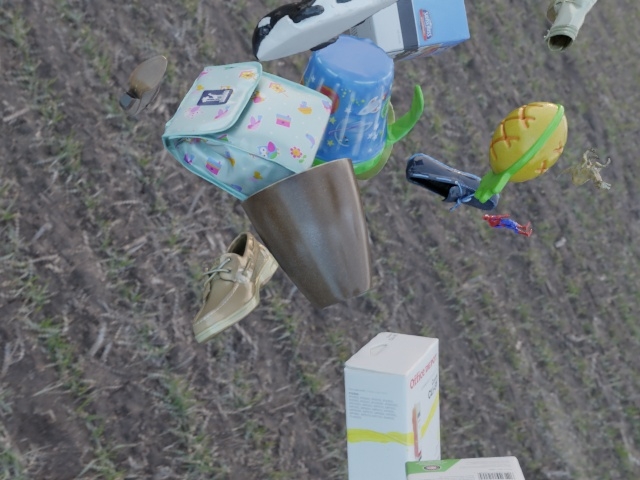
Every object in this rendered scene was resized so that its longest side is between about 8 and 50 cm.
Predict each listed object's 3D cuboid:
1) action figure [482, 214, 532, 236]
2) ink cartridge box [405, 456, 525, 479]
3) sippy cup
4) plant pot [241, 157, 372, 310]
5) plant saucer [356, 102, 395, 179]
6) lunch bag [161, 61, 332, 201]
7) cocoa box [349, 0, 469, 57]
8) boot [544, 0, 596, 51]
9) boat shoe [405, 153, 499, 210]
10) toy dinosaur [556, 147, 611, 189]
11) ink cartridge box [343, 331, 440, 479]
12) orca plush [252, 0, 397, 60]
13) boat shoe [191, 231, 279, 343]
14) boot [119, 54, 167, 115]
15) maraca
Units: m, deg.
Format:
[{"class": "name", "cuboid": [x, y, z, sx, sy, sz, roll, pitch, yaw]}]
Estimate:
[{"class": "action figure", "cuboid": [0.404, -0.038, 1.755, 0.030, 0.115, 0.038, -57, 139, -21]}, {"class": "ink cartridge box", "cuboid": [0.194, 0.367, 1.045, 0.219, 0.160, 0.092, -60, 145, -80]}, {"class": "sippy cup", "cuboid": [0.046, -0.291, 1.665, 0.240, 0.224, 0.306, 42, 52, 21]}, {"class": "plant pot", "cuboid": [0.000, 0.000, 1.450, 0.215, 0.215, 0.230, -20, 87, -48]}, {"class": "plant saucer", "cuboid": [0.110, -0.281, 2.133, 0.037, 0.241, 0.240, 4, 65, -32]}, {"class": "lunch bag", "cuboid": [-0.135, -0.202, 1.474, 0.262, 0.160, 0.223, 25, 51, -7]}, {"class": "cocoa box", "cuboid": [0.187, -0.610, 1.914, 0.228, 0.231, 0.346, -12, 95, -10]}, {"class": "boot", "cuboid": [0.641, -0.577, 2.144, 0.077, 0.213, 0.165, 29, 84, -12]}, {"class": "boat shoe", "cuboid": [0.334, -0.128, 2.093, 0.258, 0.109, 0.089, 21, 55, 1]}, {"class": "toy dinosaur", "cuboid": [0.632, -0.173, 1.937, 0.053, 0.183, 0.092, 36, 89, -27]}, {"class": "ink cartridge box", "cuboid": [0.182, 0.449, 1.962, 0.279, 0.161, 0.384, -27, 117, -63]}, {"class": "orca plush", "cuboid": [0.013, -0.381, 1.236, 0.151, 0.287, 0.102, -7, 75, -61]}, {"class": "boat shoe", "cuboid": [-0.183, 0.085, 1.565, 0.110, 0.122, 0.341, 55, 20, -12]}, {"class": "boot", "cuboid": [-0.276, -0.247, 1.285, 0.042, 0.118, 0.087, 47, 12, -2]}, {"class": "maraca", "cuboid": [0.299, -0.132, 1.218, 0.099, 0.185, 0.127, 39, 9, -4]}]
